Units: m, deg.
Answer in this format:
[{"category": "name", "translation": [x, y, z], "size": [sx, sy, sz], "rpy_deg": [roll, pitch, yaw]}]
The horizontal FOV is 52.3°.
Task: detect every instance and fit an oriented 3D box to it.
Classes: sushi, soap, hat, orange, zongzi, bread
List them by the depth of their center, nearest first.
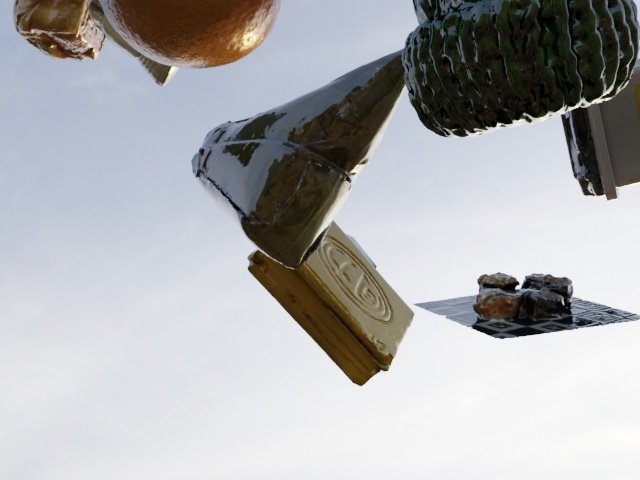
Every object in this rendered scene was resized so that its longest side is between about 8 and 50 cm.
[{"category": "orange", "translation": [-0.143, -0.291, 0.737], "size": [0.206, 0.206, 0.206], "rpy_deg": [-1, -35, -1]}, {"category": "hat", "translation": [0.196, -0.295, 0.747], "size": [0.274, 0.332, 0.242], "rpy_deg": [-8, 14, 43]}, {"category": "sushi", "translation": [0.242, 0.064, 0.777], "size": [0.210, 0.040, 0.193], "rpy_deg": [-4, 9, -23]}, {"category": "zongzi", "translation": [-0.039, -0.188, 1.099], "size": [0.174, 0.356, 0.393], "rpy_deg": [33, -88, -37]}, {"category": "soap", "translation": [0.029, 0.094, 1.222], "size": [0.096, 0.204, 0.324], "rpy_deg": [-37, -81, 33]}, {"category": "bread", "translation": [-0.486, -0.538, 1.309], "size": [0.149, 0.344, 0.195], "rpy_deg": [16, -8, 6]}]

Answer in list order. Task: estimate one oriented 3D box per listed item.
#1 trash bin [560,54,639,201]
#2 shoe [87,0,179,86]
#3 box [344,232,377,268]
[{"category": "trash bin", "translation": [0.621, -0.234, 1.125], "size": [0.368, 0.255, 0.296], "rpy_deg": [-11, 10, 29]}, {"category": "shoe", "translation": [-0.338, -0.446, 1.260], "size": [0.210, 0.342, 0.132], "rpy_deg": [38, -66, -24]}, {"category": "box", "translation": [0.001, 0.000, 1.460], "size": [0.229, 0.162, 0.041], "rpy_deg": [22, -74, -25]}]
